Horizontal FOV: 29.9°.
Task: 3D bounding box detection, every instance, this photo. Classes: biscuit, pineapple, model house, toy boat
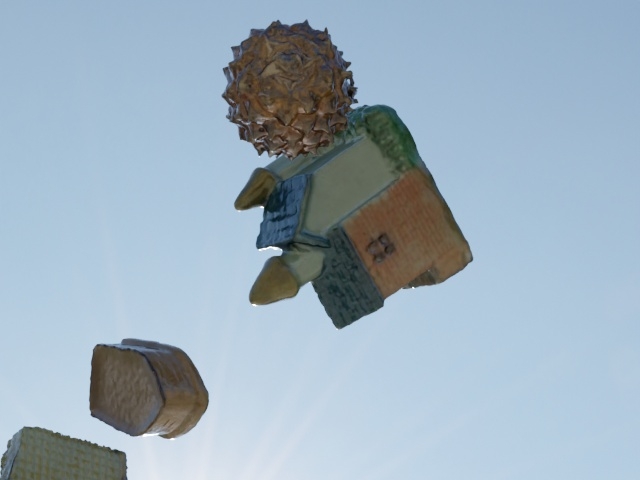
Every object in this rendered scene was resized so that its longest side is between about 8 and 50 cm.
[{"bbox_3d":[-0.264,0.213,0.978,0.046,0.147,0.250,-30,-38,34],"label":"biscuit"},{"bbox_3d":[-0.038,-0.171,1.439,0.166,0.166,0.193,2,-20,-3],"label":"pineapple"},{"bbox_3d":[0.000,0.000,1.665,0.194,0.325,0.267,-11,-69,56],"label":"model house"},{"bbox_3d":[-0.216,0.185,1.481,0.061,0.188,0.116,5,-89,-43],"label":"toy boat"}]
